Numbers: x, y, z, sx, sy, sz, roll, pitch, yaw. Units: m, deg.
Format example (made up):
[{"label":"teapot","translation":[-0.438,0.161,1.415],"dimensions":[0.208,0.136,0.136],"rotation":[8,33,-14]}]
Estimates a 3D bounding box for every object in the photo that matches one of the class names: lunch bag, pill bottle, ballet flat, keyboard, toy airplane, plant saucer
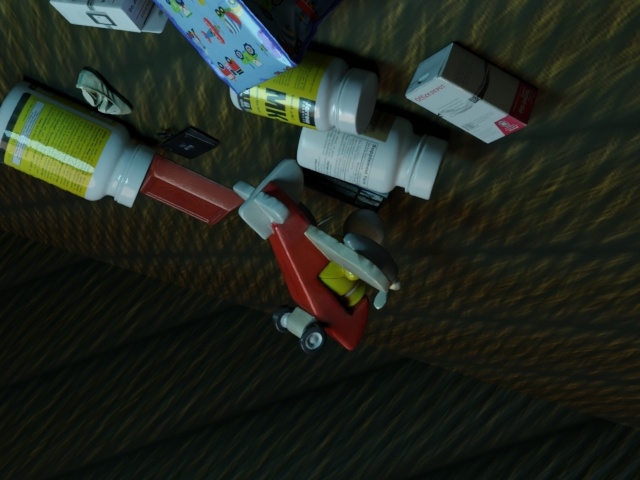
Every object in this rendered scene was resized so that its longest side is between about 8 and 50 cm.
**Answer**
[{"label":"lunch bag","translation":[-0.151,-0.353,1.367],"dimensions":[0.293,0.138,0.221],"rotation":[37,163,-19]},{"label":"pill bottle","translation":[0.088,-0.152,1.673],"dimensions":[0.229,0.131,0.131],"rotation":[19,164,7]},{"label":"ballet flat","translation":[-0.448,-0.291,2.066],"dimensions":[0.057,0.052,0.168],"rotation":[13,162,29]},{"label":"keyboard","translation":[-0.297,-0.215,2.178],"dimensions":[0.108,0.023,0.180],"rotation":[21,165,-23]},{"label":"toy airplane","translation":[0.000,0.000,1.985],"dimensions":[0.386,0.272,0.384],"rotation":[56,161,16]},{"label":"pill bottle","translation":[-0.544,-0.203,2.234],"dimensions":[0.334,0.188,0.188],"rotation":[24,164,-8]},{"label":"plant saucer","translation":[-0.332,-0.116,2.510],"dimensions":[0.259,0.047,0.258],"rotation":[25,164,-13]},{"label":"pill bottle","translation":[-0.024,-0.236,1.566],"dimensions":[0.209,0.119,0.119],"rotation":[17,164,17]}]

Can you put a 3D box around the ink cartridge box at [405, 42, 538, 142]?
[{"label":"ink cartridge box","translation":[0.214,-0.209,1.441],"dimensions":[0.150,0.063,0.109],"rotation":[27,164,-16]}]

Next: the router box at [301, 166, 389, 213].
[{"label":"router box","translation":[0.047,-0.118,1.999],"dimensions":[0.179,0.046,0.133],"rotation":[22,165,-1]}]

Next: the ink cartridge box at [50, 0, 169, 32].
[{"label":"ink cartridge box","translation":[-0.300,-0.373,1.501],"dimensions":[0.180,0.104,0.060],"rotation":[12,161,29]}]
